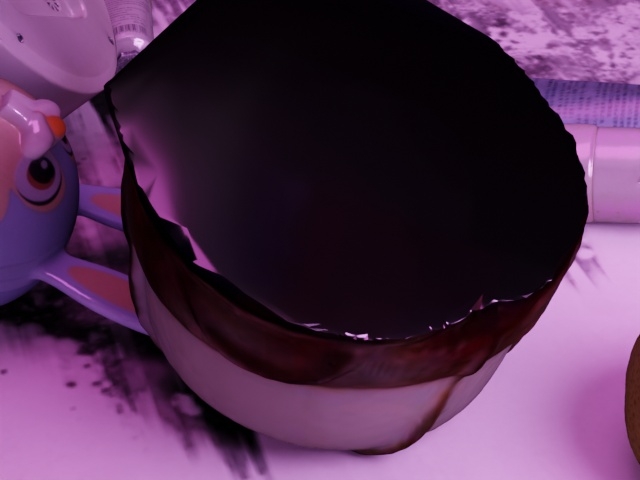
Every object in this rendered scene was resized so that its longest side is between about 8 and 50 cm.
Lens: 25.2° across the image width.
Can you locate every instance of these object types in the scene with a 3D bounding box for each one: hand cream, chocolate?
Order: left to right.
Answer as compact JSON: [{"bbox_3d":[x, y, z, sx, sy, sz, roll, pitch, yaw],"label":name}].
[{"bbox_3d":[-0.168,-0.187,1.225,0.067,0.042,0.194,-13,34,-3],"label":"hand cream"},{"bbox_3d":[0.000,0.000,0.848,0.284,0.186,0.283,11,50,-13],"label":"chocolate"},{"bbox_3d":[0.090,-0.048,1.033,0.312,0.070,0.111,2,39,17],"label":"hand cream"},{"bbox_3d":[0.198,-0.099,1.092,0.256,0.055,0.088,7,46,14],"label":"hand cream"}]

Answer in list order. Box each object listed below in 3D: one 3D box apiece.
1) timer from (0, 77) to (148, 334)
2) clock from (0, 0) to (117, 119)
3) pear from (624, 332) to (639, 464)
[{"bbox_3d":[-0.185,-0.028,0.919,0.255,0.175,0.175,3,38,3],"label":"timer"},{"bbox_3d":[-0.251,-0.193,1.076,0.083,0.230,0.230,-32,34,18],"label":"clock"},{"bbox_3d":[0.252,0.082,0.785,0.167,0.136,0.167,1,33,-1],"label":"pear"}]
